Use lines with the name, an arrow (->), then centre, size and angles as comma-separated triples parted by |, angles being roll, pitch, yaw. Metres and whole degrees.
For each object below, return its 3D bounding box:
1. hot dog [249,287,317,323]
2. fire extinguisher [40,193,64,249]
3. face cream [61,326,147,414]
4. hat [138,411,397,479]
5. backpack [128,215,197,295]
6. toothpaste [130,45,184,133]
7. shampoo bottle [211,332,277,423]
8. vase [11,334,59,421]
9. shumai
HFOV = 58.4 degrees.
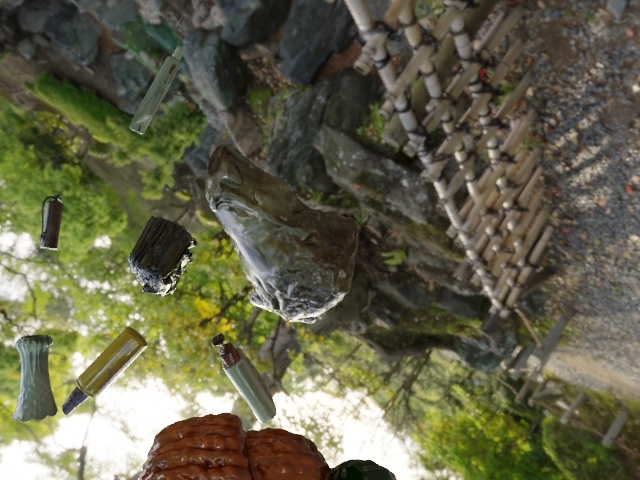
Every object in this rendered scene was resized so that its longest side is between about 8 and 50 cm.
hot dog -> -0.108, 0.191, 1.819 | 0.226, 0.099, 0.160 | 26, 156, -11
fire extinguisher -> -0.721, -0.057, 1.531 | 0.045, 0.157, 0.078 | 3, 171, 10
face cream -> -0.588, 0.355, 1.536 | 0.078, 0.273, 0.078 | 43, 173, 7
hat -> -0.078, 0.395, 0.917 | 0.285, 0.399, 0.286 | 165, 90, -89
backpack -> -0.427, 0.058, 1.580 | 0.133, 0.206, 0.258 | 26, 155, 3
toothpaste -> -0.430, -0.402, 1.522 | 0.037, 0.256, 0.067 | 29, -177, 16
shampoo bottle -> -0.217, 0.351, 1.541 | 0.284, 0.071, 0.153 | 61, 174, -31
vase -> -0.528, 0.250, 1.057 | 0.081, 0.149, 0.081 | -1, -179, 0
shumai -> -0.104, -0.006, 0.985 | 0.283, 0.217, 0.346 | 29, -179, -37
